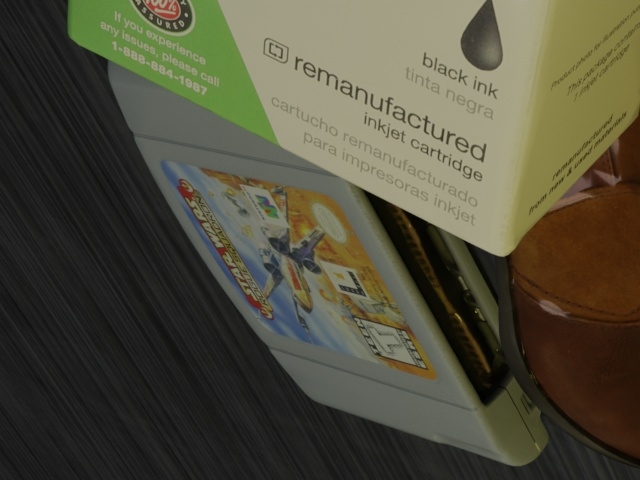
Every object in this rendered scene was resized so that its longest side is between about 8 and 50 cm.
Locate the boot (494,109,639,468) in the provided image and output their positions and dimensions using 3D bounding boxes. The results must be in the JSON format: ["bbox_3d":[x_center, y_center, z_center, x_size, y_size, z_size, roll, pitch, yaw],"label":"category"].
[{"bbox_3d":[0.194,0.002,0.835,0.280,0.096,0.264,-2,123,48],"label":"boot"}]

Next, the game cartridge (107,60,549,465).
[{"bbox_3d":[0.000,0.000,1.127,0.198,0.062,0.297,9,139,45],"label":"game cartridge"}]

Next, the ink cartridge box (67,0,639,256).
[{"bbox_3d":[0.024,-0.161,0.662,0.198,0.115,0.273,28,137,22],"label":"ink cartridge box"}]
